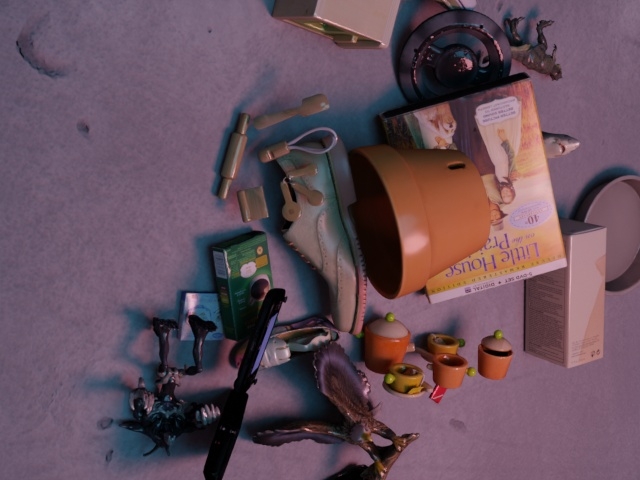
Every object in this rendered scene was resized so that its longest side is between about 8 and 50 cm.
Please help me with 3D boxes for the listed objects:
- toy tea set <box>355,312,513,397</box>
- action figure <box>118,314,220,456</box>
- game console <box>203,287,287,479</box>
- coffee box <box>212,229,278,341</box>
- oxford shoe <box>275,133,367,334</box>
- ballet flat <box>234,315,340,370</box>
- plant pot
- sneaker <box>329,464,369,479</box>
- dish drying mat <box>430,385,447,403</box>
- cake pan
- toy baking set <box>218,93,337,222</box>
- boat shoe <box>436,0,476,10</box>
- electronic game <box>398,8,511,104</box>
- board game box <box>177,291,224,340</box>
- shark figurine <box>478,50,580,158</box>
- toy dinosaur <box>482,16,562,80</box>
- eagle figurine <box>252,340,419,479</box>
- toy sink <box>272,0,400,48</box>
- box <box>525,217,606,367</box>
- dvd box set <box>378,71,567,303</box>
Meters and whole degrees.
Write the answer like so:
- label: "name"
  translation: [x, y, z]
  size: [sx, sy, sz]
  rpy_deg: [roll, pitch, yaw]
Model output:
- label: "toy tea set"
  translation: [0.241, 0.217, 2.034]
  size: [0.336, 0.200, 0.124]
  rpy_deg: [-4, 111, -31]
- label: "action figure"
  translation: [-0.266, 0.276, 1.755]
  size: [0.164, 0.141, 0.276]
  rpy_deg: [6, 101, -17]
- label: "game console"
  translation: [-0.136, 0.259, 1.780]
  size: [0.043, 0.213, 0.362]
  rpy_deg: [19, 98, -3]
- label: "coffee box"
  translation: [-0.140, 0.085, 1.842]
  size: [0.113, 0.040, 0.184]
  rpy_deg: [-24, 113, -43]
- label: "oxford shoe"
  translation: [0.000, 0.000, 1.893]
  size: [0.146, 0.140, 0.397]
  rpy_deg: [-12, 103, -9]
- label: "ballet flat"
  translation: [-0.058, 0.203, 1.911]
  size: [0.221, 0.079, 0.077]
  rpy_deg: [-17, 108, -28]
- label: "plant pot"
  translation: [0.186, -0.055, 1.861]
  size: [0.203, 0.291, 0.291]
  rpy_deg: [-15, 109, -15]
- label: "sneaker"
  translation: [0.135, 0.544, 2.090]
  size: [0.295, 0.104, 0.147]
  rpy_deg: [-7, 109, -27]
- label: "dish drying mat"
  translation: [0.274, 0.321, 2.189]
  size: [0.032, 0.008, 0.083]
  rpy_deg: [38, 80, -31]
- label: "cake pan"
  translation: [0.710, -0.015, 2.367]
  size: [0.293, 0.054, 0.293]
  rpy_deg: [-7, 104, -31]
- label: "toy baking set"
  translation: [-0.076, -0.150, 1.792]
  size: [0.196, 0.030, 0.256]
  rpy_deg: [12, 91, 5]
- label: "boat shoe"
  translation: [0.173, -0.521, 1.902]
  size: [0.302, 0.109, 0.094]
  rpy_deg: [34, 97, -24]
- label: "electronic game"
  translation: [0.269, -0.349, 1.968]
  size: [0.229, 0.048, 0.229]
  rpy_deg: [-3, 120, -5]
- label: "board game box"
  translation: [-0.218, 0.140, 1.830]
  size: [0.090, 0.020, 0.090]
  rpy_deg: [3, 97, -33]
- label: "shark figurine"
  translation: [0.405, -0.260, 2.114]
  size: [0.278, 0.166, 0.116]
  rpy_deg: [38, 44, -7]
- label: "toy dinosaur"
  translation: [0.444, -0.413, 2.097]
  size: [0.268, 0.064, 0.118]
  rpy_deg: [4, 86, -39]
- label: "eagle figurine"
  translation: [0.041, 0.356, 1.949]
  size: [0.298, 0.225, 0.226]
  rpy_deg: [33, 51, -13]
- label: "toy sink"
  translation: [0.056, -0.428, 1.804]
  size: [0.234, 0.152, 0.131]
  rpy_deg: [12, 94, -35]
- label: "box"
  translation: [0.556, 0.115, 2.244]
  size: [0.121, 0.148, 0.311]
  rpy_deg: [-10, 107, -31]
- label: "dvd box set"
  translation: [0.317, -0.100, 2.016]
  size: [0.307, 0.062, 0.421]
  rpy_deg: [-15, 111, 2]
